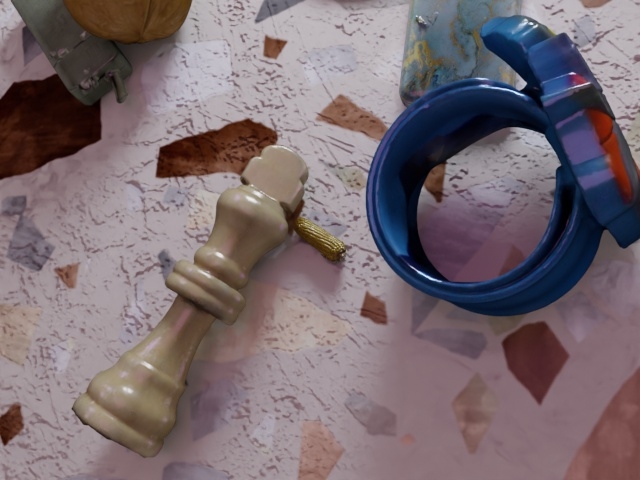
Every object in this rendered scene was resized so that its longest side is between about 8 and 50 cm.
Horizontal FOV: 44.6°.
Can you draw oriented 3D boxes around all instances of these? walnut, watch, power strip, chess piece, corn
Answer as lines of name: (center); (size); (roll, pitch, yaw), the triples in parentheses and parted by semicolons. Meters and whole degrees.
walnut: (-0.274, -0.380, 1.081); (0.193, 0.193, 0.226); (-18, 67, 10)
watch: (0.178, -0.083, 0.837); (0.274, 0.241, 0.305); (-31, 65, 20)
power strip: (-0.359, -0.291, 1.149); (0.093, 0.053, 0.288); (-37, 66, 0)
chess piece: (-0.137, 0.057, 0.931); (0.117, 0.117, 0.397); (28, 80, 23)
corn: (0.000, 0.000, 0.957); (0.083, 0.027, 0.028); (35, 117, 25)

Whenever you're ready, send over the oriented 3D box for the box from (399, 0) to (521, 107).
box: (0.184, -0.297, 0.996); (0.142, 0.044, 0.285); (4, 73, 13)
